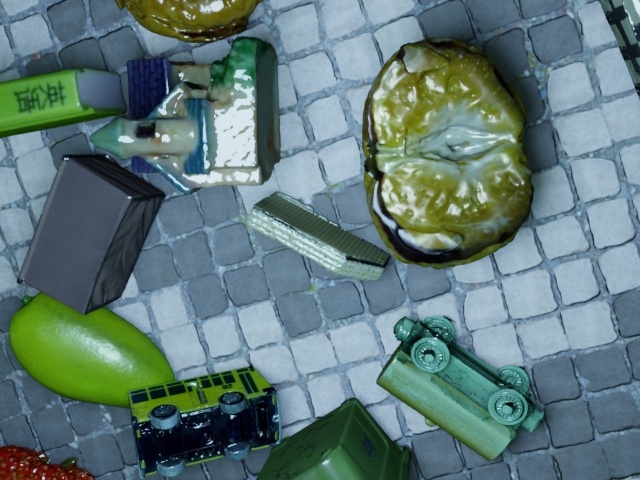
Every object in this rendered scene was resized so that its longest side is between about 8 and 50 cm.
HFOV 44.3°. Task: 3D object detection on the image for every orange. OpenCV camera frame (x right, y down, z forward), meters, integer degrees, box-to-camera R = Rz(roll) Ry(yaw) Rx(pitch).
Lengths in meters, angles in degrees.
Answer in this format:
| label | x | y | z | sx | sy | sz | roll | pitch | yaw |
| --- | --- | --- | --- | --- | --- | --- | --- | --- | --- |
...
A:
| label | x | y | z | sx | sy | sz | roll | pitch | yaw |
| --- | --- | --- | --- | --- | --- | --- | --- | --- | --- |
| orange | 0.204 | -0.141 | 1.306 | 0.271 | 0.210 | 0.369 | -5 | 96 | 4 |

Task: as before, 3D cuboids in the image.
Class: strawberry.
| label | x | y | z | sx | sy | sz | roll | pitch | yaw |
| --- | --- | --- | --- | --- | --- | --- | --- | --- | --- |
| strawberry | -0.594 | 0.556 | 1.487 | 0.312 | 0.351 | 0.267 | 26 | 110 | 0 |

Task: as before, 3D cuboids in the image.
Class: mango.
| label | x | y | z | sx | sy | sz | roll | pitch | yaw |
| --- | --- | --- | --- | --- | --- | --- | --- | --- | --- |
| mango | -0.431 | 0.225 | 1.506 | 0.343 | 0.156 | 0.192 | 30 | 112 | -2 |

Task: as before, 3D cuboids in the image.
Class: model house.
| label | x | y | z | sx | sy | sz | roll | pitch | yaw |
| --- | --- | --- | --- | --- | --- | --- | --- | --- | --- |
| model house | -0.222 | -0.210 | 1.316 | 0.280 | 0.312 | 0.245 | 0 | 101 | 4 |

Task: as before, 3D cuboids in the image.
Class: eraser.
| label | x | y | z | sx | sy | sz | roll | pitch | yaw |
| --- | --- | --- | --- | --- | --- | --- | --- | --- | --- |
| eraser | -0.519 | -0.247 | 1.427 | 0.274 | 0.210 | 0.092 | -8 | 97 | 9 |

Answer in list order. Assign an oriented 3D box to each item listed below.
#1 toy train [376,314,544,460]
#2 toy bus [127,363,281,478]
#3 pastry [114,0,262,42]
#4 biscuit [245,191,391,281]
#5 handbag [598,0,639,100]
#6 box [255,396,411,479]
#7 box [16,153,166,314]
| label | x | y | z | sx | sy | sz | roll | pitch | yaw |
| --- | --- | --- | --- | --- | --- | --- | --- | --- | --- |
| toy train | 0.239 | 0.266 | 1.403 | 0.307 | 0.126 | 0.189 | 34 | 103 | 3 |
| toy bus | -0.214 | 0.324 | 1.444 | 0.262 | 0.150 | 0.128 | -9 | 111 | -18 |
| pastry | -0.228 | -0.513 | 1.330 | 0.356 | 0.164 | 0.356 | 2 | 114 | 5 |
| biscuit | 0.000 | 0.000 | 1.396 | 0.252 | 0.150 | 0.052 | 28 | 109 | 4 |
| handbag | 0.649 | -0.307 | 1.228 | 0.327 | 0.162 | 0.325 | -23 | 96 | 7 |
| box | 0.007 | 0.424 | 1.366 | 0.252 | 0.328 | 0.178 | -36 | 89 | 12 |
| box | -0.417 | -0.013 | 1.453 | 0.153 | 0.188 | 0.252 | 27 | 100 | 6 |
